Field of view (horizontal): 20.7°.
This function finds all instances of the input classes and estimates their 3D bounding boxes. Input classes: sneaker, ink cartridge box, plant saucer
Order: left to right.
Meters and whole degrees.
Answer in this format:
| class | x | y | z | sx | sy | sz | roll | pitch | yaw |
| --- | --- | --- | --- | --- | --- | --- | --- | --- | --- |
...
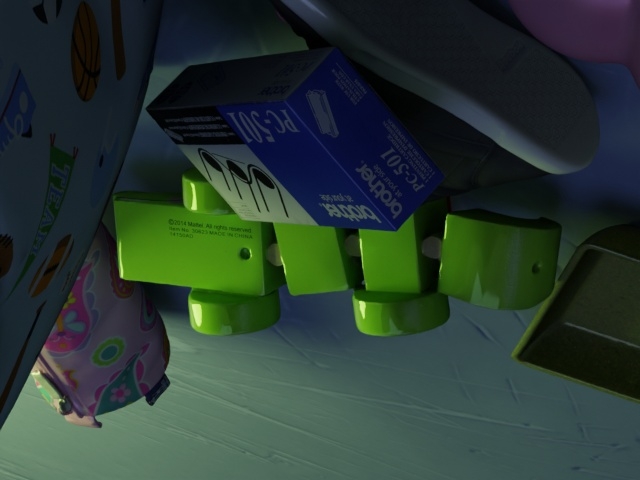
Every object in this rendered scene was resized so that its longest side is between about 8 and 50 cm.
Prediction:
| class | x | y | z | sx | sy | sz | roll | pitch | yaw |
| --- | --- | --- | --- | --- | --- | --- | --- | --- | --- |
| ink cartridge box | -0.020 | -0.057 | 1.002 | 0.097 | 0.046 | 0.207 | 49 | 162 | -19 |
| sneaker | 0.015 | -0.105 | 1.025 | 0.296 | 0.104 | 0.147 | 33 | 142 | -31 |
| plant saucer | 0.249 | 0.057 | 1.229 | 0.188 | 0.045 | 0.188 | 19 | 150 | 0 |

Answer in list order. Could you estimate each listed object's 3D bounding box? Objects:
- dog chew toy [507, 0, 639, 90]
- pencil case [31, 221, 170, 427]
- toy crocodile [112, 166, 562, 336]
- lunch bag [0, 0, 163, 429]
| class | x | y | z | sx | sy | sz | roll | pitch | yaw |
| --- | --- | --- | --- | --- | --- | --- | --- | --- | --- |
| dog chew toy | 0.234 | -0.115 | 0.813 | 0.332 | 0.206 | 0.206 | 19 | 151 | 13 |
| pencil case | -0.211 | 0.033 | 1.363 | 0.124 | 0.124 | 0.284 | 6 | 147 | 20 |
| toy crocodile | 0.000 | 0.000 | 1.222 | 0.340 | 0.105 | 0.115 | 0 | 104 | 29 |
| lunch bag | -0.213 | -0.102 | 0.939 | 0.239 | 0.328 | 0.385 | 20 | 151 | -6 |
